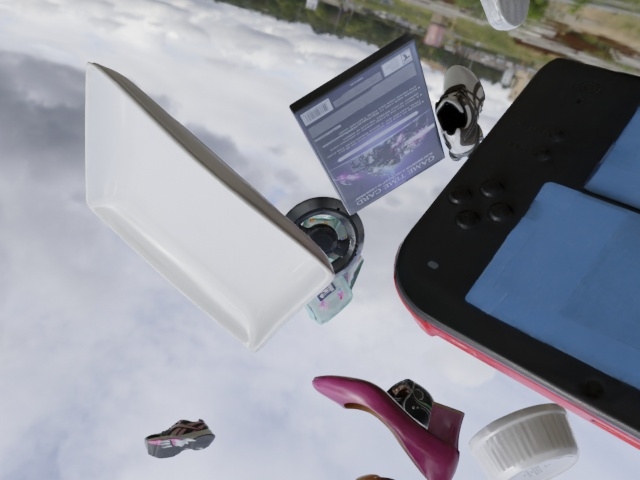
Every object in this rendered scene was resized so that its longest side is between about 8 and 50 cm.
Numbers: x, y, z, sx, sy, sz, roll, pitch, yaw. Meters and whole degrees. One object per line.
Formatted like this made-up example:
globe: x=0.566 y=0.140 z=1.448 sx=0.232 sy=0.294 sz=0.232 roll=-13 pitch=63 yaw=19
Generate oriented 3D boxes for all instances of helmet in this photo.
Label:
helmet: x=0.282 y=0.535 z=1.848 sx=0.161 sy=0.169 sz=0.169 roll=54 pitch=-161 yaw=-11

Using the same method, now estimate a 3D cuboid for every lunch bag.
lunch bag: x=0.005 y=0.088 z=1.759 sx=0.160 sy=0.223 sz=0.262 roll=1 pitch=-131 yaw=30

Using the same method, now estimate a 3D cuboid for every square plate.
square plate: x=-0.162 y=-0.019 z=0.768 sx=0.347 sy=0.344 sz=0.049 roll=42 pitch=-121 yaw=1

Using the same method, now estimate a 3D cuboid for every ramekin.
ramekin: x=0.530 y=0.536 z=1.517 sx=0.273 sy=0.272 sz=0.127 roll=5 pitch=-135 yaw=-28

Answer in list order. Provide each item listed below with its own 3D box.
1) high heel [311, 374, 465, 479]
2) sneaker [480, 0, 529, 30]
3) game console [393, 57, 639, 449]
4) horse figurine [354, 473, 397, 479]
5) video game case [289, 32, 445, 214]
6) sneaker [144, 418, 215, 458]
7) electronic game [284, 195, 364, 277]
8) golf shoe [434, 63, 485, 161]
high heel: x=0.132 y=0.430 z=1.365 sx=0.377 sy=0.181 sz=0.127 roll=10 pitch=159 yaw=26
sneaker: x=0.289 y=-0.507 z=1.124 sx=0.108 sy=0.292 sz=0.169 roll=3 pitch=167 yaw=-37
game console: x=0.291 y=0.003 z=0.482 sx=0.387 sy=0.342 sz=0.060 roll=28 pitch=161 yaw=31
horse figurine: x=0.100 y=0.614 z=1.377 sx=0.174 sy=0.263 sz=0.066 roll=47 pitch=-160 yaw=-14
video game case: x=0.086 y=-0.166 z=0.928 sx=0.026 sy=0.196 sz=0.274 roll=60 pitch=-178 yaw=35
sneaker: x=-0.361 y=0.492 z=1.496 sx=0.178 sy=0.072 sz=0.077 roll=8 pitch=-153 yaw=-37
electronic game: x=0.000 y=0.000 z=1.484 sx=0.229 sy=0.229 sz=0.048 roll=10 pitch=-162 yaw=-18
golf shoe: x=0.239 y=-0.237 z=1.022 sx=0.077 sy=0.198 sz=0.094 roll=-16 pitch=150 yaw=27
